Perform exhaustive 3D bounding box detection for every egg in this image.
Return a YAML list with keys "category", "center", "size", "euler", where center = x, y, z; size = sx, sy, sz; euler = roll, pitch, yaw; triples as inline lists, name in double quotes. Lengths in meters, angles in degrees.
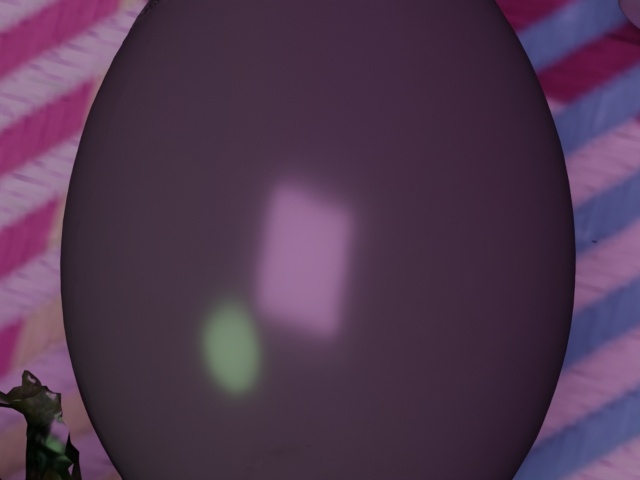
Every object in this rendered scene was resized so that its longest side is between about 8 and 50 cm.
- category: "egg"
  center: [0.000, 0.000, 0.562]
  size: [0.146, 0.146, 0.199]
  euler: [5, 80, 6]

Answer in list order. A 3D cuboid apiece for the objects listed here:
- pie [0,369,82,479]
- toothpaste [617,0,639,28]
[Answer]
- category: "pie"
  center: [-0.099, 0.223, 0.528]
  size: [0.296, 0.078, 0.371]
  euler: [-48, 71, 15]
- category: "toothpaste"
  center: [0.166, -0.215, 0.633]
  size: [0.100, 0.066, 0.323]
  euler: [17, 77, 4]
